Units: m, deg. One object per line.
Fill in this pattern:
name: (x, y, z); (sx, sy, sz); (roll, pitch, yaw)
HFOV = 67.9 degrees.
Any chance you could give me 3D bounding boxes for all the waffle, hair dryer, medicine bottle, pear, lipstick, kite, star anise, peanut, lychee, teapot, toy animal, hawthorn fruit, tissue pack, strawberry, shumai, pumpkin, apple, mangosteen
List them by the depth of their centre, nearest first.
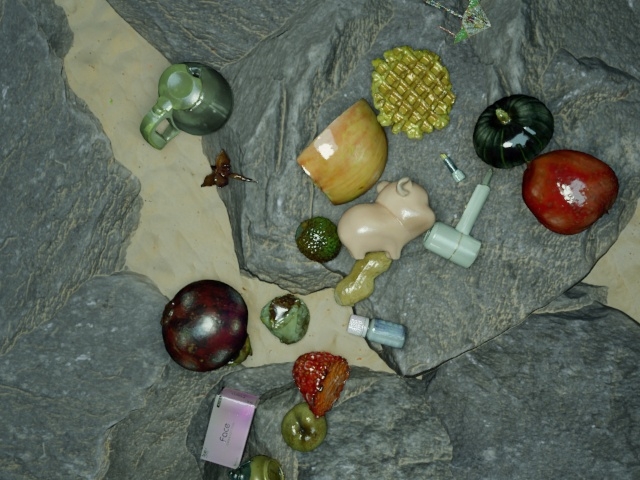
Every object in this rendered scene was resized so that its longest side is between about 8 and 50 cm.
pumpkin: (0.604, -0.351, 1.514); (0.250, 0.216, 0.249); (-19, 58, 34)
hawthorn fruit: (0.771, -0.172, 1.516); (0.307, 0.265, 0.265); (43, 95, 9)
toy animal: (0.216, -0.069, 1.561); (0.327, 0.237, 0.269); (-3, 95, -10)
waffle: (0.307, -0.487, 1.570); (0.302, 0.068, 0.324); (-5, 86, -18)
apple: (0.085, -0.298, 1.581); (0.309, 0.252, 0.314); (-40, 134, 5)
teapot: (-0.472, -0.471, 1.587); (0.322, 0.239, 0.239); (-19, 90, 6)
mangosteen: (-0.355, 0.292, 1.608); (0.360, 0.306, 0.306); (21, 95, -29)
kite: (0.465, -0.767, 1.620); (0.244, 0.006, 0.198); (22, 95, 2)
hair dryer: (0.501, -0.099, 1.622); (0.173, 0.107, 0.357); (28, 86, 2)
lychee: (0.000, 0.000, 1.627); (0.171, 0.171, 0.171); (0, 93, 4)
lipstick: (0.452, -0.255, 1.636); (0.037, 0.037, 0.116); (-34, 86, 5)
strawberry: (-0.023, 0.480, 1.638); (0.178, 0.234, 0.233); (17, 95, 29)
peanut: (0.149, 0.123, 1.646); (0.117, 0.101, 0.263); (35, 93, -24)
shumai: (-0.119, 0.278, 1.650); (0.184, 0.142, 0.184); (0, 91, 6)
medicine bottle: (0.196, 0.314, 1.658); (0.203, 0.083, 0.083); (15, 94, 2)
pear: (-0.058, 0.655, 1.667); (0.167, 0.136, 0.167); (0, 88, 6)
teapot: (-0.224, 0.868, 1.680); (0.183, 0.173, 0.269); (-27, 126, 12)
star anise: (-0.323, -0.226, 1.687); (0.140, 0.144, 0.158); (24, 87, 47)
tissue pack: (-0.321, 0.672, 1.709); (0.149, 0.092, 0.246); (15, 93, 2)
